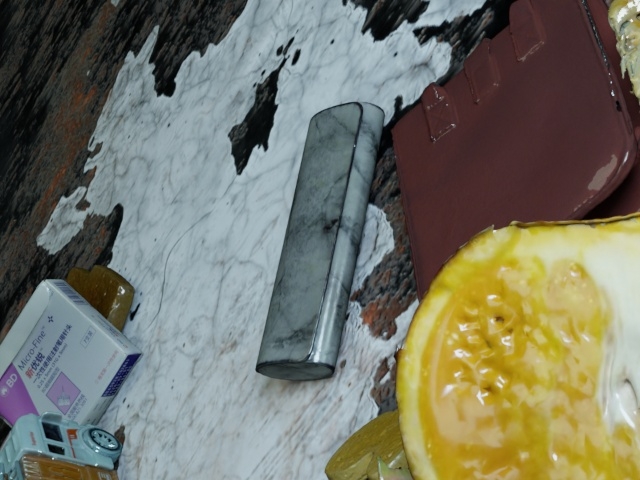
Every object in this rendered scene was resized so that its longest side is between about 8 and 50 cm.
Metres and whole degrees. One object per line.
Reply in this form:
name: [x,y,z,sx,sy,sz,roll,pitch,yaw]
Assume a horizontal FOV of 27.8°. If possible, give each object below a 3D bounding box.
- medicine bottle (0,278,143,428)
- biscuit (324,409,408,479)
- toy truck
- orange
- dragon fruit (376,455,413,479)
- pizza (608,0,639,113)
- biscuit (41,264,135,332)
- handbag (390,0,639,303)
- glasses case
medicine bottle: [-0.353,0.177,1.738,0.171,0.052,0.201,40,106,19]
biscuit: [0.095,0.157,1.105,0.240,0.035,0.158,-35,7,40]
toy truck: [-0.316,0.334,1.545,0.136,0.162,0.305,-57,32,15]
orange: [0.202,0.104,0.831,0.310,0.274,0.274,-8,51,4]
dragon fruit: [0.041,0.291,0.985,0.227,0.224,0.224,-54,32,26]
pizza: [0.301,-0.151,0.996,0.147,0.069,0.226,-17,51,21]
biscuit: [-0.348,0.144,1.842,0.301,0.043,0.278,-33,45,40]
handbag: [0.178,-0.077,1.151,0.260,0.084,0.276,-45,36,31]
glasses case: [0.000,0.000,1.391,0.114,0.060,0.299,-16,56,52]
